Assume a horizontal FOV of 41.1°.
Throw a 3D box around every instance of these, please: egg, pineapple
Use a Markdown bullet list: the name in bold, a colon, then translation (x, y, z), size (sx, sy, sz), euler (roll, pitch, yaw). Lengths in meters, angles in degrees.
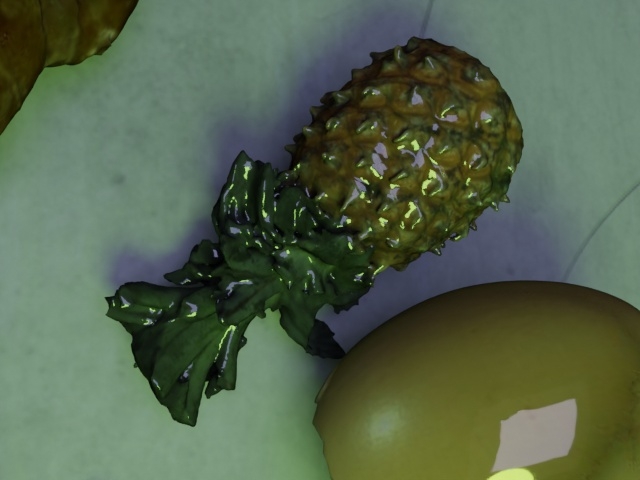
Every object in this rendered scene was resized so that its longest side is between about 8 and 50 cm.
- **egg**: translation (0.117, 0.126, 0.569), size (0.244, 0.201, 0.201), euler (-33, 94, 13)
- **pineapple**: translation (0.000, 0.000, 0.600), size (0.310, 0.141, 0.170), euler (-40, 120, -10)

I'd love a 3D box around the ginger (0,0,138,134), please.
- **ginger**: translation (-0.269, -0.223, 0.530), size (0.274, 0.152, 0.357), euler (-40, 97, -17)
